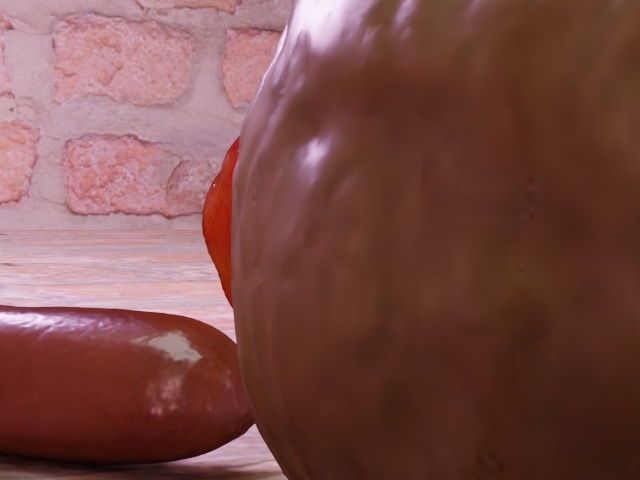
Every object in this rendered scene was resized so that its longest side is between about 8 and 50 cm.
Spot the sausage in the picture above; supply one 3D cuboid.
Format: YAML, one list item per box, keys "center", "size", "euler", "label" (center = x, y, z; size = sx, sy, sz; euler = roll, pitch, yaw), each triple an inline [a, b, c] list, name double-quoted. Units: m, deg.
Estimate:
- center: [-0.119, 0.064, 0.657]
  size: [0.194, 0.077, 0.077]
  euler: [1, 3, 20]
  label: "sausage"

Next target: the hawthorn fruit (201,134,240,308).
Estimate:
- center: [0.000, 0.000, 1.158]
  size: [0.189, 0.190, 0.251]
  euler: [1, 22, -10]
  label: "hawthorn fruit"

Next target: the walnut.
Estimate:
- center: [0.115, -0.012, 0.491]
  size: [0.296, 0.285, 0.285]
  euler: [7, 1, -18]
  label: "walnut"
